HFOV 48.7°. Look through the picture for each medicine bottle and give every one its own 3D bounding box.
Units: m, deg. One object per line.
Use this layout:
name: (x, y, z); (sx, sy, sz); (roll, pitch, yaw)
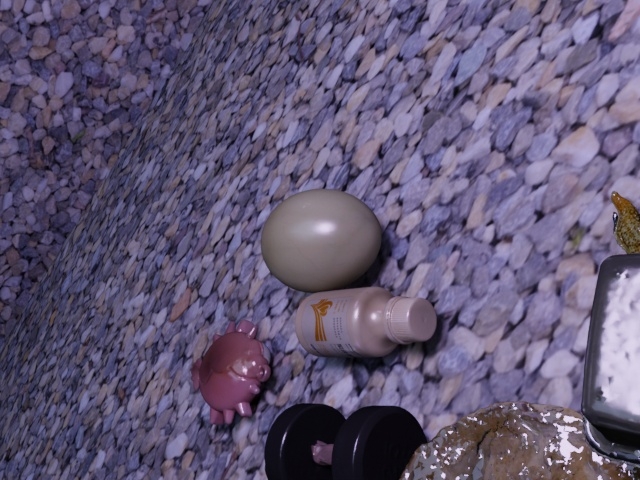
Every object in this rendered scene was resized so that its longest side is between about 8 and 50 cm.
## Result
medicine bottle: (0.073, 0.132, 1.137); (0.252, 0.114, 0.114); (-11, 60, 49)

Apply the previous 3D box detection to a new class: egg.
egg: (0.000, 0.000, 1.257); (0.241, 0.186, 0.186); (-10, 60, 48)

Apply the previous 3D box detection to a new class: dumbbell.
dumbbell: (0.034, 0.317, 1.032); (0.218, 0.152, 0.153); (-13, 58, 49)

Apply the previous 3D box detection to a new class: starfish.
starfish: (0.412, 0.019, 0.825); (0.175, 0.053, 0.208); (-5, 70, 41)

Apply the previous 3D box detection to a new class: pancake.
pancake: (0.231, 0.371, 0.793); (0.386, 0.082, 0.387); (-22, 57, 38)

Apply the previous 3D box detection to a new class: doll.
doll: (-0.183, 0.262, 1.414); (0.262, 0.093, 0.211); (-20, 56, 45)

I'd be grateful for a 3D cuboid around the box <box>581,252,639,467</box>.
box: (0.393, 0.116, 0.646); (0.290, 0.166, 0.221); (-2, 68, 44)
